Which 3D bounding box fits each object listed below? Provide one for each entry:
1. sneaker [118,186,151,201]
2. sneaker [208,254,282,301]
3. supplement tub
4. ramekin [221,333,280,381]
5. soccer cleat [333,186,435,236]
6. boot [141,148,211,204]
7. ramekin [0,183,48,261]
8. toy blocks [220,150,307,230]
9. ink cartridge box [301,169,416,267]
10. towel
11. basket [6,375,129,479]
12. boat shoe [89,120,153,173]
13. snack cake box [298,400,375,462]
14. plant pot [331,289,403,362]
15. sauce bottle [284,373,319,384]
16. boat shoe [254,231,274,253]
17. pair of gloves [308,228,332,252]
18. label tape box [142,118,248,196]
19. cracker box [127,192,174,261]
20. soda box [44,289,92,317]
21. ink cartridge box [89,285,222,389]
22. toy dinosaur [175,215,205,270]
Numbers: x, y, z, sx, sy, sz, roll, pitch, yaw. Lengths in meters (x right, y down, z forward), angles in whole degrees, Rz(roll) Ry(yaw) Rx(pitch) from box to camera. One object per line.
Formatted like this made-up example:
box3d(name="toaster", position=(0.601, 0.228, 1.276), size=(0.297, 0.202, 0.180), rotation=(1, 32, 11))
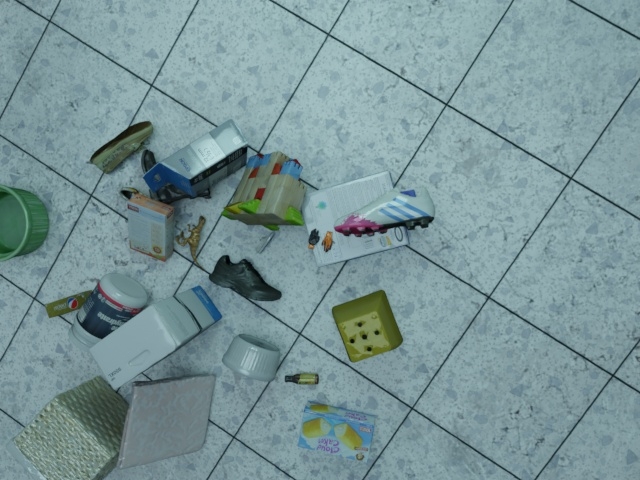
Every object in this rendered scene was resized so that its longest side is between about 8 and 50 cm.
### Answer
box3d(name="sneaker", position=(-0.687, -0.150, 1.864), size=(0.186, 0.084, 0.069), rotation=(22, 96, 7))
box3d(name="sneaker", position=(-0.273, 0.142, 1.816), size=(0.286, 0.109, 0.130), rotation=(21, 90, 4))
box3d(name="supplement tub", position=(-0.810, 0.278, 1.853), size=(0.191, 0.191, 0.272), rotation=(38, 98, 4))
box3d(name="ramekin", position=(-0.246, 0.424, 1.780), size=(0.207, 0.207, 0.109), rotation=(21, 87, 6))
box3d(name="soccer cleat", position=(0.205, -0.097, 1.590), size=(0.332, 0.116, 0.143), rotation=(-7, 77, 6))
box3d(name="boot", position=(-0.542, -0.251, 1.846), size=(0.229, 0.091, 0.262), rotation=(-19, 81, -2))
box3d(name="ramekin", position=(-1.239, -0.071, 1.916), size=(0.304, 0.148, 0.303), rotation=(1, 94, 8))
box3d(name="toy blocks", position=(-0.171, -0.190, 1.698), size=(0.381, 0.191, 0.260), rotation=(3, 69, 49))
box3d(name="ink cartridge box", position=(0.151, -0.081, 1.715), size=(0.396, 0.151, 0.269), rotation=(-15, 92, 10))
box3d(name="towel", position=(-0.565, 0.660, 1.799), size=(0.053, 0.332, 0.316), rotation=(13, 94, 46))
box3d(name="basket", position=(-0.897, 0.736, 1.831), size=(0.331, 0.328, 0.266), rotation=(42, 94, 5))
box3d(name="boat shoe", position=(-0.747, -0.360, 1.864), size=(0.285, 0.104, 0.089), rotation=(-27, 127, 14))
box3d(name="snack cake box", position=(0.061, 0.710, 1.806), size=(0.265, 0.089, 0.152), rotation=(10, 94, 8))
box3d(name="plant pot", position=(0.161, 0.320, 1.719), size=(0.212, 0.187, 0.212), rotation=(-21, 91, 9))
box3d(name="sauce bottle", position=(-0.071, 0.526, 1.839), size=(0.128, 0.042, 0.042), rotation=(-3, 93, 10))
box3d(name="boat shoe", position=(-0.214, 0.003, 1.832), size=(0.035, 0.035, 0.100), rotation=(39, 104, 2))
box3d(name="pair of gloves", position=(0.000, 0.000, 1.664), size=(0.083, 0.010, 0.074), rotation=(12, 97, 10))
box3d(name="label tape box", position=(-0.423, -0.250, 1.684), size=(0.348, 0.249, 0.115), rotation=(-37, 90, -14))
box3d(name="cracker box", position=(-0.634, -0.046, 1.818), size=(0.156, 0.067, 0.232), rotation=(21, 130, 6))
box3d(name="soda box", position=(-1.004, 0.256, 1.947), size=(0.181, 0.058, 0.061), rotation=(-18, 91, 9))
box3d(name="ink cartridge box", position=(-0.563, 0.326, 1.718), size=(0.285, 0.395, 0.166), rotation=(-35, 88, 8))
box3d(name="toy dinosaur", position=(-0.490, 0.008, 1.857), size=(0.112, 0.064, 0.211), rotation=(10, 95, 6))
